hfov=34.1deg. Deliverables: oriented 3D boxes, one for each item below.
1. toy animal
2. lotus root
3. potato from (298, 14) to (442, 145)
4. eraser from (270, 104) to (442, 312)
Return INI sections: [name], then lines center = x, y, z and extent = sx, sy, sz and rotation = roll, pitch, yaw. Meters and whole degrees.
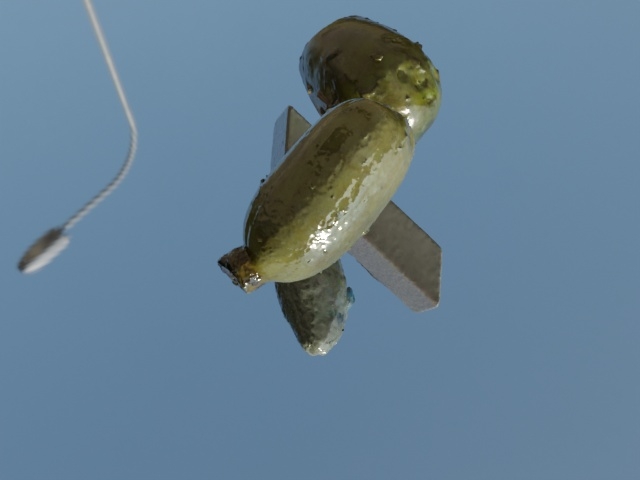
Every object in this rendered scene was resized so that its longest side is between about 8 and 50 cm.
[toy animal]
center = -0.009, -0.004, 1.069
extent = 0.070, 0.079, 0.253
rotation = -14, -116, 32
[lotus root]
center = -0.001, -0.026, 0.782
extent = 0.183, 0.090, 0.077
rotation = -47, -120, 9
[potato]
center = 0.052, -0.192, 1.289
extent = 0.141, 0.176, 0.298
rotation = -29, -163, -7
[eraser]
center = 0.050, -0.042, 1.520
extent = 0.352, 0.111, 0.077
rotation = 43, -107, -4
